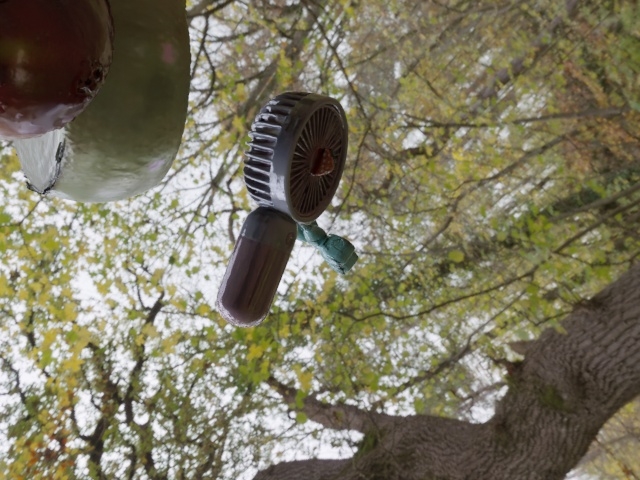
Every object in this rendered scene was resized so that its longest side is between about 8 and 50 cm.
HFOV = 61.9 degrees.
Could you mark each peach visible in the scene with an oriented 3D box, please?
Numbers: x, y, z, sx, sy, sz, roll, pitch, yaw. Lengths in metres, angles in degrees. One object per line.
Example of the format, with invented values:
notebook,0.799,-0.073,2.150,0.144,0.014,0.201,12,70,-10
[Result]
peach,-0.204,-0.148,0.378,0.093,0.127,0.172,8,-137,20

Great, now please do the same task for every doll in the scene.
doll,0.000,0.000,1.031,0.159,0.059,0.159,38,177,8

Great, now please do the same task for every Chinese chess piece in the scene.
Chinese chess piece,-0.292,-0.220,0.655,0.147,0.349,0.349,-9,-124,-39

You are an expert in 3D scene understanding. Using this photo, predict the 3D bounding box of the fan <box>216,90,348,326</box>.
fan,-0.039,-0.030,0.536,0.074,0.244,0.130,18,176,22
